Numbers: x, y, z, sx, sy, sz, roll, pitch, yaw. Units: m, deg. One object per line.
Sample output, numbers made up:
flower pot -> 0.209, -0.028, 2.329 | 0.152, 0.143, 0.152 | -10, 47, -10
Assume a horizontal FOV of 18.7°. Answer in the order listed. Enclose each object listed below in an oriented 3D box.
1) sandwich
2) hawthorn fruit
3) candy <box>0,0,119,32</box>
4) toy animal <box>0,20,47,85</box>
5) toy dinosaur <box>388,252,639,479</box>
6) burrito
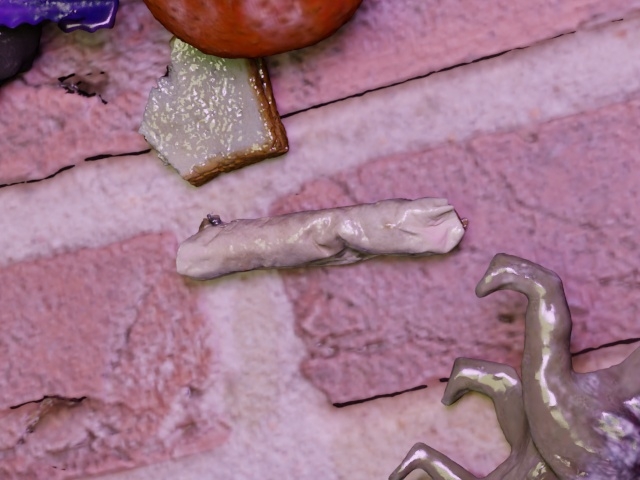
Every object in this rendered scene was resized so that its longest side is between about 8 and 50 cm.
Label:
sandwich -> -0.074, -0.091, 1.263 | 0.093, 0.036, 0.105 | -15, 82, 16
hawthorn fruit -> -0.044, -0.214, 1.173 | 0.179, 0.200, 0.179 | -3, 63, 5
candy -> -0.195, -0.254, 1.262 | 0.145, 0.070, 0.275 | -1, 68, 4
toy animal -> -0.252, -0.128, 1.307 | 0.233, 0.084, 0.148 | -41, 91, 8
toy dinosaur -> 0.134, 0.138, 1.172 | 0.162, 0.077, 0.294 | 26, 109, 12
burrito -> 0.000, 0.000, 1.230 | 0.185, 0.045, 0.041 | -7, 50, 18
